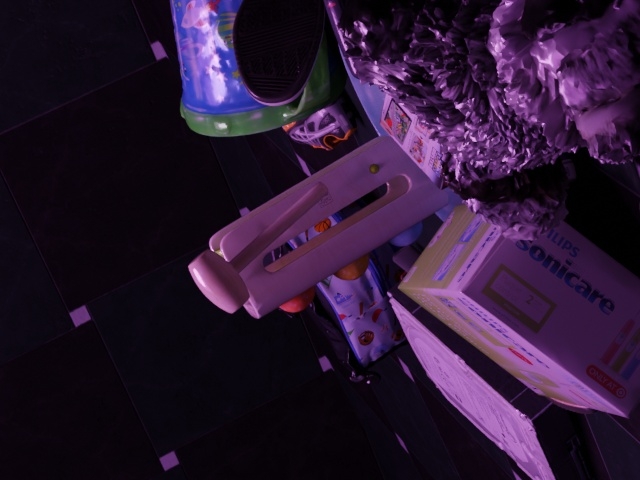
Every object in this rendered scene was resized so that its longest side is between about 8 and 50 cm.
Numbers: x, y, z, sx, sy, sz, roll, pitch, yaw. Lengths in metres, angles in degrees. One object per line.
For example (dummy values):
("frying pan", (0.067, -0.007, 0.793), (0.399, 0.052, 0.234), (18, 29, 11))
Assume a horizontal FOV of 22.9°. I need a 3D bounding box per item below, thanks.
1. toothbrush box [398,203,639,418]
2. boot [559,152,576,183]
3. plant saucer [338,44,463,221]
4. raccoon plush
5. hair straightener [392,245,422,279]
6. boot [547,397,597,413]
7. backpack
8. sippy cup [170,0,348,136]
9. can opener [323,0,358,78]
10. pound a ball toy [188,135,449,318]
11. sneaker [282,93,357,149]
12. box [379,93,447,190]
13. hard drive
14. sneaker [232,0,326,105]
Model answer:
("toothbrush box", (0.219, 0.064, 1.609), (0.206, 0.122, 0.283), (37, 173, -8))
("boot", (0.208, -0.086, 1.595), (0.190, 0.069, 0.086), (136, 116, -79))
("plant saucer", (0.119, -0.148, 1.913), (0.317, 0.044, 0.317), (56, 171, 14))
("raccoon plush", (0.218, -0.101, 1.191), (0.299, 0.216, 0.446), (40, 177, 38))
("hair straightener", (0.170, 0.060, 2.327), (0.230, 0.047, 0.089), (46, 165, 56))
("boot", (0.269, 0.106, 1.856), (0.198, 0.077, 0.137), (44, 158, 56))
("backpack", (0.032, 0.052, 2.556), (0.276, 0.213, 0.263), (41, 169, 46))
("sippy cup", (-0.101, -0.289, 2.150), (0.240, 0.305, 0.224), (-54, -45, -51))
("can opener", (0.026, -0.271, 1.771), (0.073, 0.059, 0.186), (-2, 103, 48))
("pound a ball toy", (0.000, 0.000, 1.889), (0.135, 0.319, 0.208), (59, 171, -6))
("sneaker", (0.002, -0.171, 2.375), (0.083, 0.084, 0.215), (53, 170, 1))
("box", (0.122, -0.157, 1.696), (0.114, 0.036, 0.207), (49, 155, 23))
("hard drive", (0.241, 0.212, 2.259), (0.339, 0.064, 0.237), (41, 166, 42))
("sneaker", (-0.043, -0.276, 1.890), (0.178, 0.124, 0.295), (63, -153, -70))
